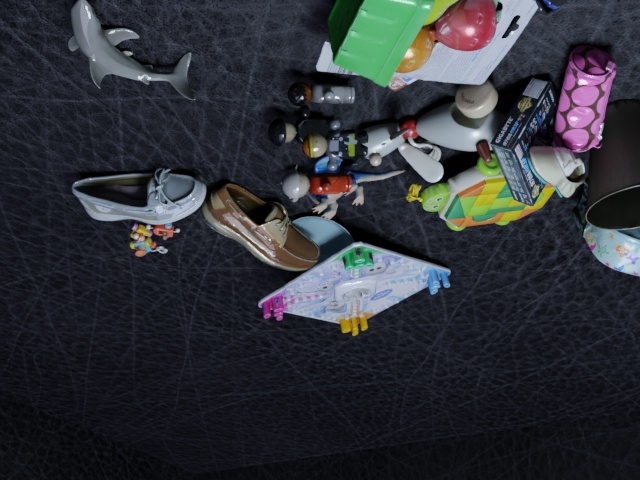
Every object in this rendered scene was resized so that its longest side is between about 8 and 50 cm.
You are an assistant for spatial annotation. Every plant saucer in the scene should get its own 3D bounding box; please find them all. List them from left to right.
[{"bbox_3d":[0.000,0.000,2.312,0.195,0.037,0.195,9,135,9],"label":"plant saucer"}]

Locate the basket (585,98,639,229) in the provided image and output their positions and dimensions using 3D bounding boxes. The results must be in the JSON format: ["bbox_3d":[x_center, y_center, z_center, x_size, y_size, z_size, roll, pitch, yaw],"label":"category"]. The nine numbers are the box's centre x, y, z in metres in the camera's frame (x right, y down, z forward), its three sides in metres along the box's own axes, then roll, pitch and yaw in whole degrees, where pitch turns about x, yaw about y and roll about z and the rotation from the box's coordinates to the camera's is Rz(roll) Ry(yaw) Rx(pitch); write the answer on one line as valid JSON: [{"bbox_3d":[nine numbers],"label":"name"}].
[{"bbox_3d":[0.632,-0.161,1.829,0.204,0.226,0.154,-20,143,35],"label":"basket"}]

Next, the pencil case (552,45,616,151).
[{"bbox_3d":[0.518,-0.273,1.750,0.098,0.095,0.209,29,147,27],"label":"pencil case"}]

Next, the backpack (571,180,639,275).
[{"bbox_3d":[0.708,-0.036,2.016,0.225,0.253,0.191,10,129,-9],"label":"backpack"}]

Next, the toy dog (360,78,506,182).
[{"bbox_3d":[0.244,-0.199,1.861,0.220,0.161,0.334,26,143,-33],"label":"toy dog"}]

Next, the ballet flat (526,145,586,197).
[{"bbox_3d":[0.483,-0.149,1.804,0.086,0.086,0.248,-13,166,25],"label":"ballet flat"}]

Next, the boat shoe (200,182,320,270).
[{"bbox_3d":[-0.134,-0.034,2.196,0.324,0.122,0.120,27,133,-22],"label":"boat shoe"}]

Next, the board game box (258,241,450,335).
[{"bbox_3d":[0.097,0.145,2.436,0.390,0.050,0.390,16,143,-43],"label":"board game box"}]

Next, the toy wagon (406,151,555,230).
[{"bbox_3d":[0.366,-0.105,2.043,0.345,0.068,0.267,-8,154,-14],"label":"toy wagon"}]

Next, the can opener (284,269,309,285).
[{"bbox_3d":[0.040,0.123,2.490,0.284,0.095,0.076,8,150,-8],"label":"can opener"}]

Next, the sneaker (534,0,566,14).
[{"bbox_3d":[0.333,-0.461,1.389,0.316,0.182,0.127,13,147,-17],"label":"sneaker"}]

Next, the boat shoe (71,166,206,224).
[{"bbox_3d":[-0.428,-0.111,2.119,0.321,0.118,0.103,1,155,17],"label":"boat shoe"}]

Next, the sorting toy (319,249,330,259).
[{"bbox_3d":[-0.008,0.036,2.403,0.102,0.061,0.042,-9,-170,32],"label":"sorting toy"}]

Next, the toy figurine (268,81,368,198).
[{"bbox_3d":[-0.010,-0.207,1.819,0.148,0.213,0.209,-3,153,-18],"label":"toy figurine"}]

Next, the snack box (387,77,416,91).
[{"bbox_3d":[0.113,-0.354,1.745,0.064,0.022,0.178,-25,139,37],"label":"snack box"}]

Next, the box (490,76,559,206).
[{"bbox_3d":[0.434,-0.199,1.836,0.051,0.175,0.220,23,164,35],"label":"box"}]

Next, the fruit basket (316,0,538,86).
[{"bbox_3d":[0.200,-0.398,1.580,0.353,0.165,0.327,-4,153,-21],"label":"fruit basket"}]

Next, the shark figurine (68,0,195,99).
[{"bbox_3d":[-0.389,-0.335,1.737,0.278,0.116,0.166,28,142,-33],"label":"shark figurine"}]

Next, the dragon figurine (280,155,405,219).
[{"bbox_3d":[0.037,-0.144,2.033,0.289,0.144,0.085,-29,149,23],"label":"dragon figurine"}]

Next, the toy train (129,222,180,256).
[{"bbox_3d":[-0.445,0.003,2.376,0.125,0.046,0.166,11,148,-12],"label":"toy train"}]
